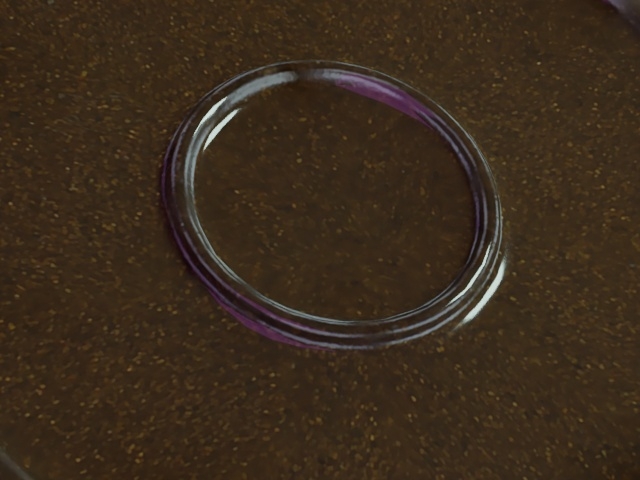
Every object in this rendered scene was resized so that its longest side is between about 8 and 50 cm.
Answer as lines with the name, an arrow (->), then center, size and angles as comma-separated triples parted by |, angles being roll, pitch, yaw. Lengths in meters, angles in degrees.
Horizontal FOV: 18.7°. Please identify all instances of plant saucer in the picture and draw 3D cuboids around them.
plant saucer -> 0.000, 0.000, 0.505 | 0.310, 0.050, 0.311 | 6, 55, -9
